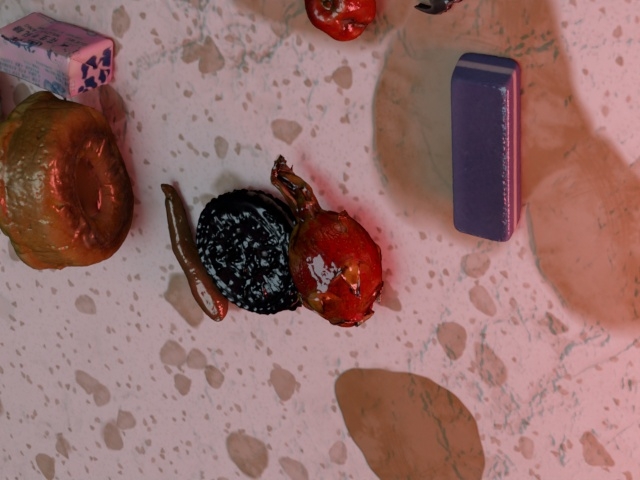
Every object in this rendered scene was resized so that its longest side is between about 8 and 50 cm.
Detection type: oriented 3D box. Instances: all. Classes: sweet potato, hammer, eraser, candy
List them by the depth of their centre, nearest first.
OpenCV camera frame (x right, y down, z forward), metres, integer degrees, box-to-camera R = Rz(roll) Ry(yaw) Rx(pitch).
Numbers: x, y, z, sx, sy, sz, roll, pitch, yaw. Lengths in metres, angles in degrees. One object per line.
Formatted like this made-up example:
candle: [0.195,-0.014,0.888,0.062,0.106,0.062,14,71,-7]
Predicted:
hammer: [0.101,-0.347,1.830,0.062,0.017,0.182,-32,90,43]
eraser: [0.199,-0.111,1.860,0.082,0.036,0.225,13,120,33]
candy: [-0.382,-0.263,2.202,0.160,0.092,0.073,22,126,30]
sweet potato: [-0.185,0.017,2.225,0.050,0.050,0.214,-24,91,43]

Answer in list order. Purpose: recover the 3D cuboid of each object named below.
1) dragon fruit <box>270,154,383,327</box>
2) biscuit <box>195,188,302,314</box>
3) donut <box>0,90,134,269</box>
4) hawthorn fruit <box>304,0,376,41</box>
dragon fruit: [0.000,0.000,2.021,0.125,0.125,0.246,-30,86,46]
biscuit: [-0.090,0.015,2.142,0.194,0.053,0.194,19,124,31]
donut: [-0.369,-0.074,2.200,0.128,0.208,0.261,5,137,27]
hawthorn fruit: [0.022,-0.285,1.874,0.093,0.093,0.093,18,122,30]
